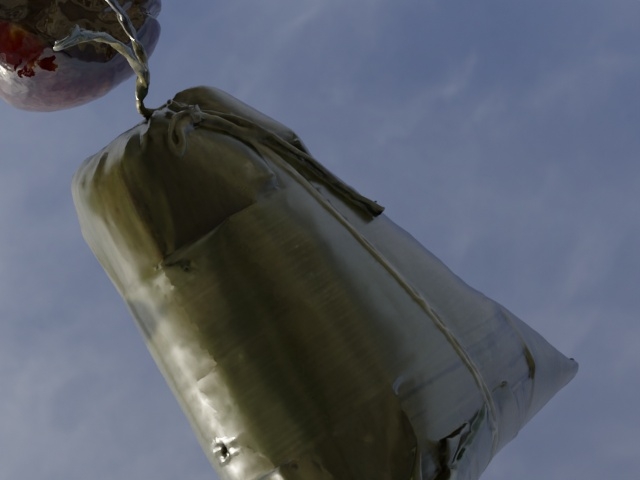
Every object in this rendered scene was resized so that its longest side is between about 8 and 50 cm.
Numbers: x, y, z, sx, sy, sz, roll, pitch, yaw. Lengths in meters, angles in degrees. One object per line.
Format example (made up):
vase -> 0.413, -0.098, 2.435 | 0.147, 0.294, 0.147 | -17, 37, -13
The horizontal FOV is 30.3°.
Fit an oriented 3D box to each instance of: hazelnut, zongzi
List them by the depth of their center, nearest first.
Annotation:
zongzi -> 0.000, 0.000, 0.873 | 0.418, 0.181, 0.447 | -25, -97, -53
hazelnut -> -0.301, -0.262, 1.373 | 0.218, 0.218, 0.234 | 38, -119, 23
